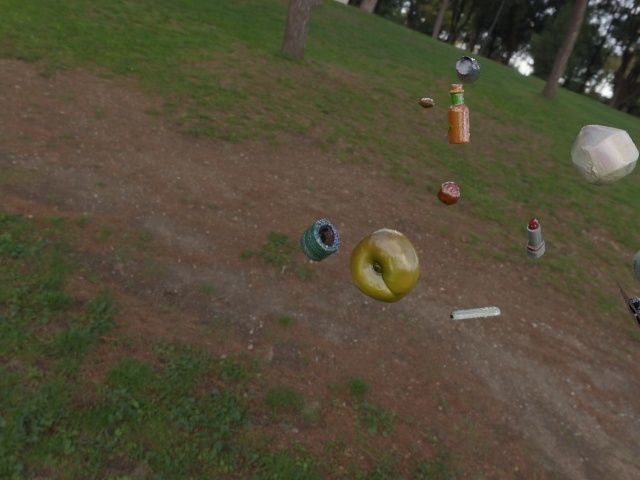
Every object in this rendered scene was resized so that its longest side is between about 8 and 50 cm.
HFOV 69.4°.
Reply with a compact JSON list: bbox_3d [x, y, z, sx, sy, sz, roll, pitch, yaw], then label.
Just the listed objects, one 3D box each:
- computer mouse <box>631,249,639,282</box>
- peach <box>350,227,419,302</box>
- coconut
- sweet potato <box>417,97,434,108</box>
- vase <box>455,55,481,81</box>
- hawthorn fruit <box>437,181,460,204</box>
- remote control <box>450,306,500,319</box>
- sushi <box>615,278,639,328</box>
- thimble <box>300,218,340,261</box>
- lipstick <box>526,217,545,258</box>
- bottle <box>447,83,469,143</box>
[{"bbox_3d":[0.777,0.072,1.054,0.056,0.089,0.181,-3,14,-11],"label":"computer mouse"},{"bbox_3d":[0.216,0.087,1.555,0.251,0.251,0.153,31,30,26],"label":"peach"},{"bbox_3d":[1.078,-0.336,1.782,0.234,0.224,0.224,50,26,-1],"label":"coconut"},{"bbox_3d":[0.353,-0.453,1.528,0.034,0.034,0.095,8,18,-24],"label":"sweet potato"},{"bbox_3d":[0.507,-0.595,1.600,0.086,0.086,0.214,25,22,14],"label":"vase"},{"bbox_3d":[0.490,-0.180,1.752,0.093,0.093,0.093,16,24,-7],"label":"hawthorn fruit"},{"bbox_3d":[0.678,0.319,2.029,0.222,0.042,0.078,-4,-4,-4],"label":"remote control"},{"bbox_3d":[1.059,0.244,1.520,0.192,0.040,0.210,54,24,-22],"label":"sushi"},{"bbox_3d":[-0.002,0.000,1.564,0.118,0.090,0.135,44,39,-18],"label":"thimble"},{"bbox_3d":[0.760,-0.018,1.647,0.063,0.186,0.057,-43,44,-13],"label":"lipstick"},{"bbox_3d":[0.444,-0.407,1.492,0.069,0.186,0.069,-6,14,1],"label":"bottle"}]
